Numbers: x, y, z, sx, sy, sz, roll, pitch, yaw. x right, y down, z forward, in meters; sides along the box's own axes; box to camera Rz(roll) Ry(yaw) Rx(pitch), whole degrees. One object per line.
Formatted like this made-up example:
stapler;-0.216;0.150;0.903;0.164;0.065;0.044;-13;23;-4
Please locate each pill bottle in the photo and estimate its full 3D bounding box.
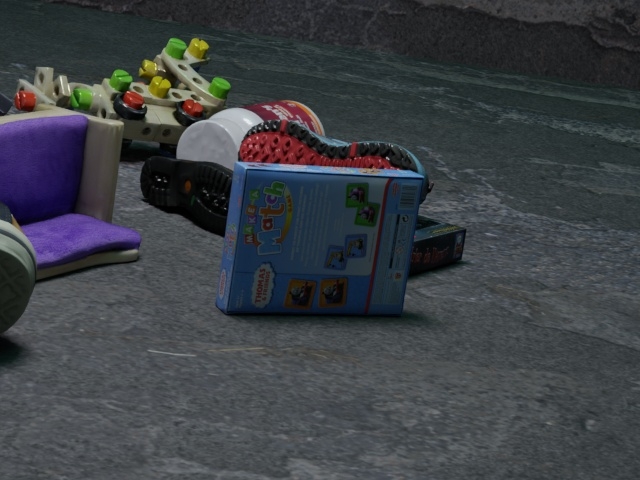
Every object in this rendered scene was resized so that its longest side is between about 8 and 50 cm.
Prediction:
pill bottle;-0.094;-0.124;2.351;0.121;0.121;0.221;16;16;26

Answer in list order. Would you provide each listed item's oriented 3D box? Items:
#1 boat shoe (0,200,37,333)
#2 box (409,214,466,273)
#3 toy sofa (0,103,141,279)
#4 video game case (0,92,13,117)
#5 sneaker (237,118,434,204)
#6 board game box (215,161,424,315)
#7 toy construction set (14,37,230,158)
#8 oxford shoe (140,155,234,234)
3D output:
boat shoe;-0.505;-0.022;1.549;0.500;0.186;0.156;9;34;-24
box;0.052;0.000;2.113;0.159;0.044;0.233;17;17;32
toy sofa;-0.346;-0.048;1.855;0.177;0.150;0.362;15;16;28
video game case;-0.517;-0.222;2.331;0.196;0.026;0.274;36;-12;-13
sneaker;0.019;-0.081;2.186;0.262;0.104;0.125;15;-2;26
board game box;0.000;0.000;1.852;0.212;0.160;0.039;2;15;-26
toy construction set;-0.274;-0.209;2.514;0.328;0.151;0.215;-9;46;-29
oxford shoe;-0.125;-0.062;2.179;0.096;0.082;0.227;2;16;-41
